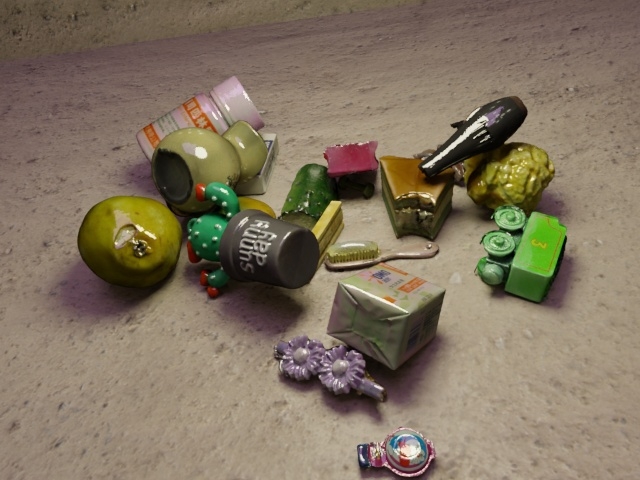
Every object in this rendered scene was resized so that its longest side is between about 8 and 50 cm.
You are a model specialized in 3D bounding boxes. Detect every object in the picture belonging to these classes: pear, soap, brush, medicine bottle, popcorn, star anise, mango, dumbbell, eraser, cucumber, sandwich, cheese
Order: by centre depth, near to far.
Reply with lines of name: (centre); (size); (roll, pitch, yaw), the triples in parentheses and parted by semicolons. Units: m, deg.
cheese: (0.142, 0.396, 0.935); (0.145, 0.038, 0.095); (-6, 41, 1)
soap: (0.145, 0.154, 1.092); (0.182, 0.138, 0.199); (22, 23, 31)
brush: (0.164, 0.025, 1.338); (0.312, 0.067, 0.072); (-5, 40, 0)
pear: (-0.506, -0.001, 1.343); (0.269, 0.269, 0.321); (-33, 29, -26)
soap: (0.001, 0.000, 1.369); (0.037, 0.092, 0.252); (10, 44, 23)
popcorn: (0.505, -0.180, 1.393); (0.251, 0.206, 0.237); (28, 39, 26)
sandwich: (0.240, -0.121, 1.417); (0.227, 0.155, 0.198); (16, 46, 26)
mango: (-0.225, -0.056, 1.461); (0.156, 0.114, 0.251); (-49, 37, -14)
cucumber: (-0.020, -0.152, 1.543); (0.145, 0.105, 0.325); (3, 40, 13)
soap: (0.106, -0.262, 1.561); (0.162, 0.099, 0.250); (-10, 10, 11)
dumbbell: (0.112, -0.171, 1.575); (0.118, 0.052, 0.046); (21, 90, 29)
star anise: (0.383, -0.239, 1.592); (0.196, 0.073, 0.212); (-12, 38, -9)
medicine bottle: (-0.399, -0.370, 1.694); (0.388, 0.219, 0.219); (-31, 44, -2)
eraser: (-0.229, -0.268, 1.720); (0.124, 0.081, 0.279); (0, 42, 9)

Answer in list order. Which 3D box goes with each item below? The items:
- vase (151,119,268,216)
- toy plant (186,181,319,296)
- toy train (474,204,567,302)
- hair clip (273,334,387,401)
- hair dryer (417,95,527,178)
vase: (-0.347, -0.194, 1.498); (0.241, 0.329, 0.302); (44, 38, 9)
toy plant: (-0.199, 0.000, 1.257); (0.400, 0.280, 0.185); (12, 36, 38)
toy train: (0.496, 0.025, 1.234); (0.188, 0.132, 0.243); (19, 50, 22)
hair clip: (0.014, 0.269, 1.075); (0.292, 0.084, 0.106); (14, 70, 28)
hair dryer: (0.392, -0.292, 1.414); (0.303, 0.120, 0.359); (-37, 12, 10)
